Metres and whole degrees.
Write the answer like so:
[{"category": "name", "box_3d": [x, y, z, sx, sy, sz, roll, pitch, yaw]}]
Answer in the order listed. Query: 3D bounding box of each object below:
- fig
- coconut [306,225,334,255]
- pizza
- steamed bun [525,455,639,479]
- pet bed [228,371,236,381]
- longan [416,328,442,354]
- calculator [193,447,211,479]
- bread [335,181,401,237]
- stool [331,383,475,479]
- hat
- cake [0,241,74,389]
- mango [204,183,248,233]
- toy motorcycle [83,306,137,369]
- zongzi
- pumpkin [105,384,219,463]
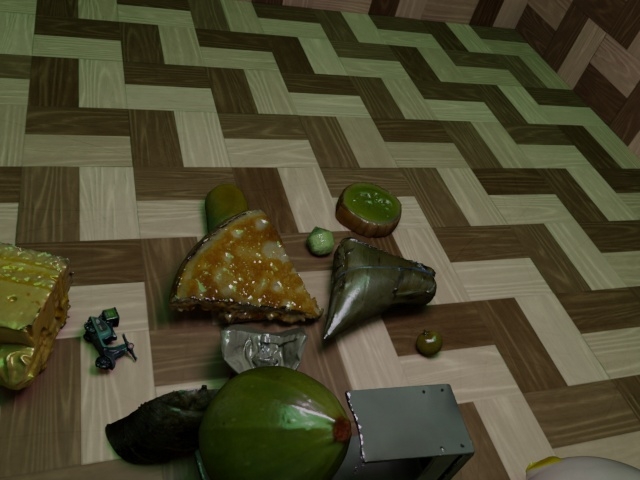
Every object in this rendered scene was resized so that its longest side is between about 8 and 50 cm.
[{"category": "fig", "box_3d": [-0.079, 0.403, 1.211, 0.316, 0.316, 0.316, 9, 44, -9]}, {"category": "coconut", "box_3d": [0.000, 0.000, 1.849, 0.088, 0.088, 0.096, -12, 80, -28]}, {"category": "pizza", "box_3d": [-0.186, 0.130, 1.642, 0.406, 0.130, 0.440, 37, 46, -1]}, {"category": "steamed bun", "box_3d": [0.616, 0.636, 1.258, 0.374, 0.334, 0.333, 17, 43, -9]}, {"category": "pet bed", "box_3d": [-0.136, 0.365, 1.457, 0.201, 0.053, 0.201, 11, 35, -8]}, {"category": "longan", "box_3d": [0.311, 0.287, 1.667, 0.075, 0.083, 0.075, -17, 21, 7]}, {"category": "calculator", "box_3d": [-0.193, 0.518, 1.314, 0.161, 0.021, 0.261, -9, 50, -27]}, {"category": "bread", "box_3d": [0.168, -0.109, 2.022, 0.236, 0.070, 0.236, 10, 45, -10]}, {"category": "stool", "box_3d": [0.166, 0.466, 1.322, 0.270, 0.243, 0.170, 1, 46, -18]}, {"category": "hat", "box_3d": [-0.135, 0.282, 1.466, 0.214, 0.244, 0.149, 3, 76, 4]}, {"category": "cake", "box_3d": [-0.722, 0.183, 1.329, 0.228, 0.222, 0.286, 12, 45, -4]}, {"category": "mango", "box_3d": [-0.293, -0.083, 1.833, 0.137, 0.091, 0.237, -4, 54, -14]}, {"category": "toy motorcycle", "box_3d": [-0.528, 0.248, 1.448, 0.100, 0.058, 0.173, -11, 49, -35]}, {"category": "zongzi", "box_3d": [0.173, 0.180, 1.669, 0.323, 0.160, 0.360, 16, 43, -1]}, {"category": "pumpkin", "box_3d": [-0.338, 0.402, 1.265, 0.279, 0.163, 0.111, -6, 53, -11]}]
